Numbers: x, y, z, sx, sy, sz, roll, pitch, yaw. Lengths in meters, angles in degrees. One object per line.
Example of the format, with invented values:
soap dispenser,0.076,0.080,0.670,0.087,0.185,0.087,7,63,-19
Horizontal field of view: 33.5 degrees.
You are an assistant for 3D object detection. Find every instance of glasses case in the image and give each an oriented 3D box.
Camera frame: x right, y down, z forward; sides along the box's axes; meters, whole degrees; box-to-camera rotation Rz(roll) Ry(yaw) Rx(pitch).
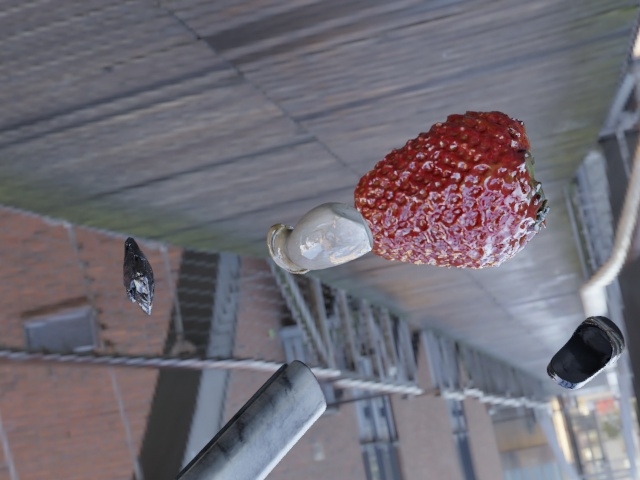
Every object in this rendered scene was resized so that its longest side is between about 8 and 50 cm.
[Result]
glasses case,-0.102,0.318,1.648,0.060,0.114,0.299,-2,-150,42

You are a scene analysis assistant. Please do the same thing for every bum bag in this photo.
bum bag,-0.211,0.042,1.234,0.034,0.057,0.124,-3,-155,-15

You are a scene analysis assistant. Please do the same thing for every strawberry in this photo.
strawberry,0.232,-0.059,1.915,0.351,0.267,0.312,-19,131,-1

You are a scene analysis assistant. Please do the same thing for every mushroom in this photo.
mushroom,0.000,-0.002,1.546,0.097,0.088,0.212,-2,167,-29

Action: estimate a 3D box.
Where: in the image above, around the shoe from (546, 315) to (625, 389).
shoe,0.376,0.143,1.466,0.179,0.071,0.049,-29,149,-46
